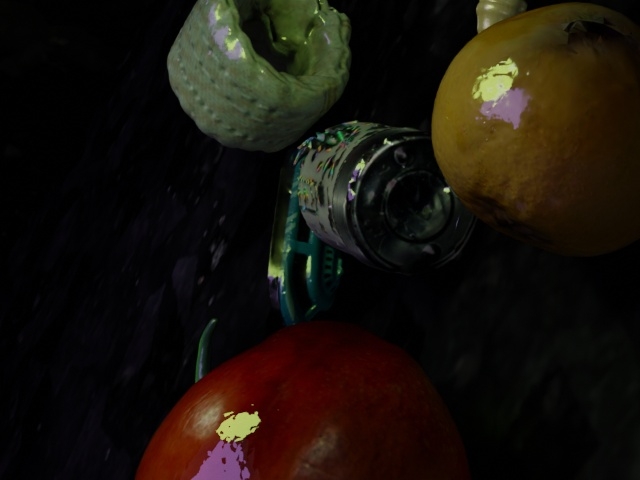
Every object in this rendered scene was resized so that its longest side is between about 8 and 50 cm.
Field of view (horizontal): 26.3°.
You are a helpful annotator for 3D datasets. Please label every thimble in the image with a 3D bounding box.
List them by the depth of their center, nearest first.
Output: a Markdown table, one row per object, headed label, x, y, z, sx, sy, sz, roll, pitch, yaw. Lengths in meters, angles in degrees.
| label | x | y | z | sx | sy | sz | roll | pitch | yaw |
| --- | --- | --- | --- | --- | --- | --- | --- | --- | --- |
| thimble | -0.095 | -0.302 | 2.288 | 0.195 | 0.291 | 0.291 | -44 | 31 | 43 |

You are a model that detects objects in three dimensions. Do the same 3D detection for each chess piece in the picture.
| label | x | y | z | sx | sy | sz | roll | pitch | yaw |
| --- | --- | --- | --- | --- | --- | --- | --- | --- | --- |
| chess piece | 0.227 | -0.265 | 1.814 | 0.066 | 0.066 | 0.122 | 8 | 80 | 66 |

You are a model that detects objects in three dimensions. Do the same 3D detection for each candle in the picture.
| label | x | y | z | sx | sy | sz | roll | pitch | yaw |
| --- | --- | --- | --- | --- | --- | --- | --- | --- | --- |
| candle | 0.068 | -0.068 | 1.810 | 0.187 | 0.187 | 0.330 | -65 | 22 | 0 |

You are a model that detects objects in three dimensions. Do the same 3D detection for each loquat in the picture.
| label | x | y | z | sx | sy | sz | roll | pitch | yaw |
| --- | --- | --- | --- | --- | --- | --- | --- | --- | --- |
| loquat | 0.239 | -0.106 | 1.372 | 0.263 | 0.263 | 0.263 | -47 | 29 | 37 |

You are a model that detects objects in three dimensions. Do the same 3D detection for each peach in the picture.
| label | x | y | z | sx | sy | sz | roll | pitch | yaw |
| --- | --- | --- | --- | --- | --- | --- | --- | --- | --- |
| peach | -0.012 | 0.268 | 1.436 | 0.388 | 0.388 | 0.388 | -47 | 29 | 37 |

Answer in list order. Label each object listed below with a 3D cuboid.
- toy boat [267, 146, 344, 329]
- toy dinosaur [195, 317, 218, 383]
| label | x | y | z | sx | sy | sz | roll | pitch | yaw |
| --- | --- | --- | --- | --- | --- | --- | --- | --- | --- |
| toy boat | 0.000 | 0.000 | 1.994 | 0.092 | 0.134 | 0.299 | -9 | 57 | 23 |
| toy dinosaur | -0.125 | 0.359 | 1.775 | 0.374 | 0.144 | 0.500 | -179 | 92 | -66 |
